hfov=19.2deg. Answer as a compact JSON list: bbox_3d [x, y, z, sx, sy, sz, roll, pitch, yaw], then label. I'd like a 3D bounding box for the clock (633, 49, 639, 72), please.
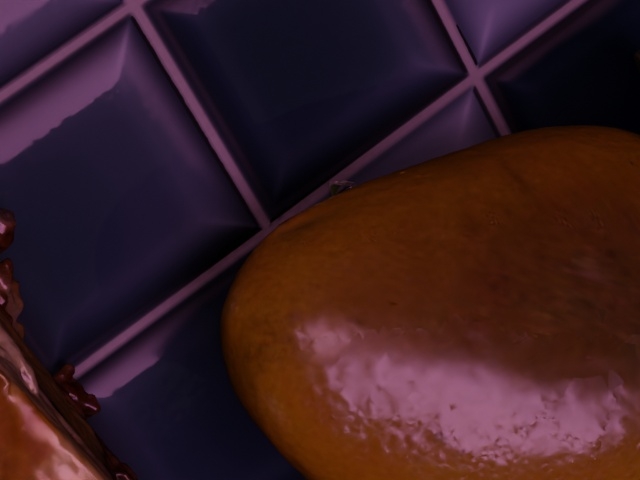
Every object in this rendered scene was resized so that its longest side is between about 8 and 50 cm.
[{"bbox_3d":[0.274,-0.029,1.173,0.029,0.235,0.235,-36,118,7],"label":"clock"}]

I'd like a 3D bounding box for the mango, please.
[{"bbox_3d":[0.115,0.055,1.125,0.365,0.182,0.252,1,76,-28],"label":"mango"}]

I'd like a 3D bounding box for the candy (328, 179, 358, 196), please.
[{"bbox_3d":[0.000,0.000,1.165,0.030,0.020,0.083,31,91,-26],"label":"candy"}]

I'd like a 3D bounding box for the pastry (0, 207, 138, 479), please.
[{"bbox_3d":[-0.183,0.122,0.995,0.170,0.237,0.256,-31,116,-4],"label":"pastry"}]
